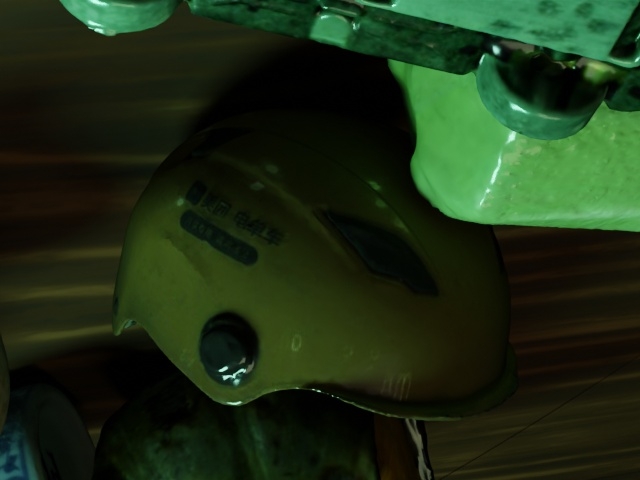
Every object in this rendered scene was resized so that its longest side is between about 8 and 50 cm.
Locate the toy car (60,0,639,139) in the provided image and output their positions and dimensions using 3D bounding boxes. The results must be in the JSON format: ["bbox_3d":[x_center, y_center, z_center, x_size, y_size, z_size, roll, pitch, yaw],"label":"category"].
[{"bbox_3d":[0.022,-0.142,0.552,0.306,0.125,0.136,13,145,-6],"label":"toy car"}]

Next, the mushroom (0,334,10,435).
[{"bbox_3d":[-0.258,0.082,0.737,0.204,0.204,0.204,-12,153,-6],"label":"mushroom"}]

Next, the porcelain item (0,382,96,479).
[{"bbox_3d":[-0.222,0.181,1.022,0.114,0.147,0.147,-17,153,5],"label":"porcelain item"}]

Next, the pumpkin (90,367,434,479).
[{"bbox_3d":[-0.022,0.200,1.049,0.225,0.256,0.303,-12,130,4],"label":"pumpkin"}]

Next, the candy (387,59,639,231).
[{"bbox_3d":[0.200,-0.076,0.736,0.344,0.142,0.132,2,125,-23],"label":"candy"}]

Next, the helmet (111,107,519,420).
[{"bbox_3d":[0.000,0.000,0.759,0.224,0.130,0.198,17,-158,36],"label":"helmet"}]
